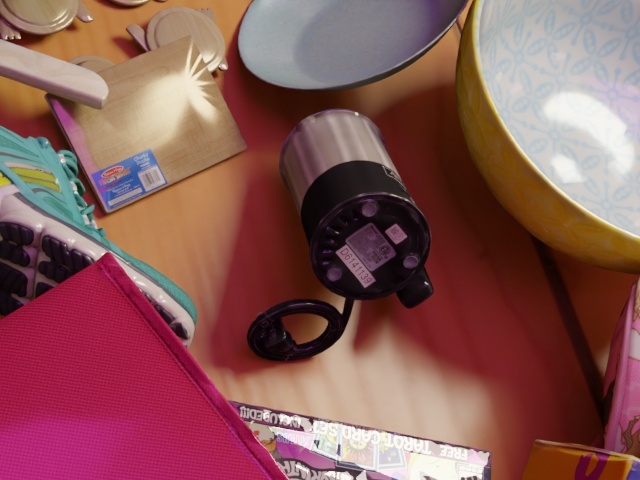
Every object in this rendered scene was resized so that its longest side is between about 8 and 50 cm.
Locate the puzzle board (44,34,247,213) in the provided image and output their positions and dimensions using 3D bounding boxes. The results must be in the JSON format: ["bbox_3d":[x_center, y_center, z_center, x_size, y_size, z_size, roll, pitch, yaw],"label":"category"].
[{"bbox_3d":[-0.127,-0.086,1.008,0.128,0.011,0.096,-28,93,-30],"label":"puzzle board"}]

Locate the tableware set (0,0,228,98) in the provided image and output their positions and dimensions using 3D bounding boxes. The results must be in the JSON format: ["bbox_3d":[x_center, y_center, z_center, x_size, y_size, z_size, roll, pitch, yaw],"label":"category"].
[{"bbox_3d":[-0.160,-0.164,1.044,0.169,0.020,0.141,-26,76,-32],"label":"tableware set"}]

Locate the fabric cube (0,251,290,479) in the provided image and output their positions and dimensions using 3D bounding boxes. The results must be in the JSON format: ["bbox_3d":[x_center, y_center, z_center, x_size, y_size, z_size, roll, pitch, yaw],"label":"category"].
[{"bbox_3d":[-0.145,0.213,0.682,0.258,0.259,0.254,-34,73,-25],"label":"fabric cube"}]

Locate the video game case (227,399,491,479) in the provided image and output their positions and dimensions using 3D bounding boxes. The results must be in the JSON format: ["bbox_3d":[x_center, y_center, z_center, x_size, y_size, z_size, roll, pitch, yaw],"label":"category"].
[{"bbox_3d":[-0.001,0.220,0.892,0.232,0.042,0.210,14,61,-15],"label":"video game case"}]

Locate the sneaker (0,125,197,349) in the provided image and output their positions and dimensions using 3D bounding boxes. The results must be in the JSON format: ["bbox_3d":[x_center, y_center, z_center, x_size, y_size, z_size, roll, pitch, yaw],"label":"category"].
[{"bbox_3d":[-0.190,-0.021,0.912,0.275,0.107,0.110,37,47,0],"label":"sneaker"}]

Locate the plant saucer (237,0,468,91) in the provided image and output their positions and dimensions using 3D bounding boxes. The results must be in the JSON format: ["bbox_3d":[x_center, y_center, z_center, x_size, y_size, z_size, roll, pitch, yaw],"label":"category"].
[{"bbox_3d":[0.031,-0.171,1.068,0.195,0.037,0.195,-15,42,14],"label":"plant saucer"}]

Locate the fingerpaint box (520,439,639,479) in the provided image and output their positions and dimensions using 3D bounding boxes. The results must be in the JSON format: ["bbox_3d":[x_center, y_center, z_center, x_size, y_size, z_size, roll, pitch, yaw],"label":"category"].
[{"bbox_3d":[0.280,0.366,0.785,0.445,0.163,0.371,22,81,-9],"label":"fingerpaint box"}]

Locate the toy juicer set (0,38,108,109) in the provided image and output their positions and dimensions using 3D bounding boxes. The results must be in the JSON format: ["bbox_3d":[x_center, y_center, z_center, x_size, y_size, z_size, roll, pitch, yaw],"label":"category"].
[{"bbox_3d":[-0.254,-0.255,0.982,0.209,0.089,0.329,0,70,-5],"label":"toy juicer set"}]

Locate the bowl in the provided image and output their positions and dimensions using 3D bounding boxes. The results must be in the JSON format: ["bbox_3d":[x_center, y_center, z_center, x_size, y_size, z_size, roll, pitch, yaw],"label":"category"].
[{"bbox_3d":[0.219,-0.086,1.071,0.290,0.156,0.289,9,62,-17],"label":"bowl"}]

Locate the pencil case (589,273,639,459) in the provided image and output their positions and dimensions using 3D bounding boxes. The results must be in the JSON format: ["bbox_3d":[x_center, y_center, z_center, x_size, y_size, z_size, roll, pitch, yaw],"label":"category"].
[{"bbox_3d":[0.384,0.121,0.943,0.386,0.160,0.167,8,68,14],"label":"pencil case"}]

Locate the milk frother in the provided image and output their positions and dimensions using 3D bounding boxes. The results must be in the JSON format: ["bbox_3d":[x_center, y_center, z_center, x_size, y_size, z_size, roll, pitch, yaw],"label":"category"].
[{"bbox_3d":[0.000,0.000,0.982,0.143,0.129,0.134,-20,32,0],"label":"milk frother"}]
